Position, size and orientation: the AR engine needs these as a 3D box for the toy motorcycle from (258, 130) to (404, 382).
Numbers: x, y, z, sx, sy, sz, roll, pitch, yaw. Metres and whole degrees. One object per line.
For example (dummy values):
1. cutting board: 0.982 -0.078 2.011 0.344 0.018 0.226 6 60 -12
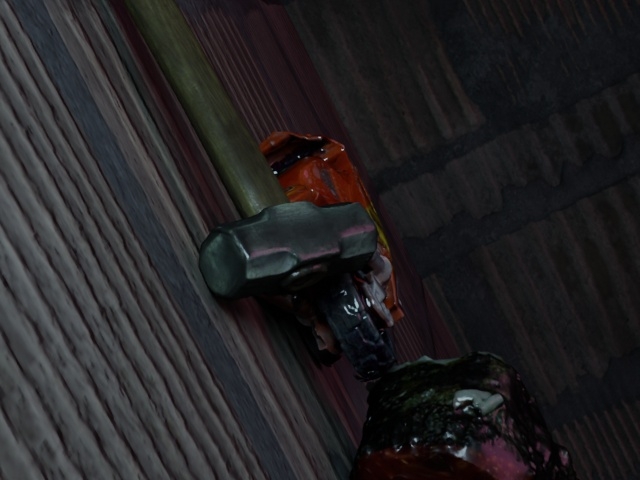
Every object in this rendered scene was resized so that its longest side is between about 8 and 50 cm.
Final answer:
1. toy motorcycle: 0.002 0.001 0.895 0.171 0.089 0.298 61 8 -13

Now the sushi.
1. sushi: 0.114 0.187 0.826 0.225 0.136 0.126 61 30 -24

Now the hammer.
1. hammer: -0.091 -0.126 0.746 0.111 0.043 0.365 -11 63 -41
